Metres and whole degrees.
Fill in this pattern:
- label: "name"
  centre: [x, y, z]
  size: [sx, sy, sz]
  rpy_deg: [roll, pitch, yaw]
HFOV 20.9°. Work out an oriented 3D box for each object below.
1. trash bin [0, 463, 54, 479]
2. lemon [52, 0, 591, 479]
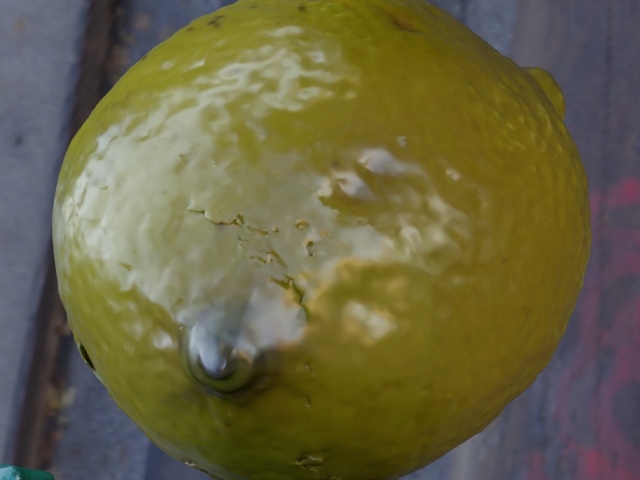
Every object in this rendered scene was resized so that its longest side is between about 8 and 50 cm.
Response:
- label: "trash bin"
  centre: [-0.075, 0.209, 0.650]
  size: [0.295, 0.381, 0.259]
  rpy_deg: [7, 85, 40]
- label: "lemon"
  centre: [0.007, -0.002, 0.791]
  size: [0.228, 0.253, 0.228]
  rpy_deg: [30, 129, 44]
